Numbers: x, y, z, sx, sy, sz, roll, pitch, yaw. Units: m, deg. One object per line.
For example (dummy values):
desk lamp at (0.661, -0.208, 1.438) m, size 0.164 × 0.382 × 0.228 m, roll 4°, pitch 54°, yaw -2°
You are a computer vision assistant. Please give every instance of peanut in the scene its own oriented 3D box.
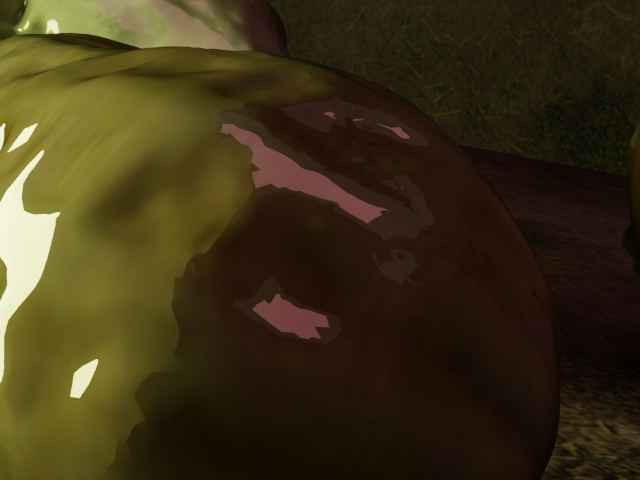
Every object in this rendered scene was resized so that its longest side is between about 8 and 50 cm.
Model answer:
peanut at (-0.049, 0.019, 0.581) m, size 0.192 × 0.170 × 0.387 m, roll 13°, pitch 5°, yaw -26°

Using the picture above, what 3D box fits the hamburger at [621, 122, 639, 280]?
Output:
hamburger at (0.321, -0.034, 1.109) m, size 0.274 × 0.275 × 0.212 m, roll 15°, pitch 2°, yaw 32°

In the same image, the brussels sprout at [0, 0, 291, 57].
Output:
brussels sprout at (-0.136, -0.091, 1.010) m, size 0.316 × 0.243 × 0.274 m, roll 13°, pitch 13°, yaw 12°
